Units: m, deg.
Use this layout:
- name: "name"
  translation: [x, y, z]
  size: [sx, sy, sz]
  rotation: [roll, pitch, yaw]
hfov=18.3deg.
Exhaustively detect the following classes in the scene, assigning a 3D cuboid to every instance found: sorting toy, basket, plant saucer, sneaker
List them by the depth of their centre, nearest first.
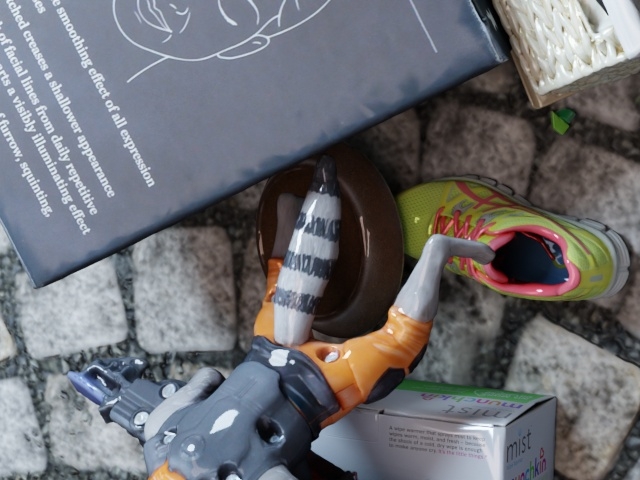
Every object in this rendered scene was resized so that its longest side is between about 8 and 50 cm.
- name: "basket"
  translation: [0.212, -0.175, 1.468]
  size: [0.103, 0.167, 0.113]
  rotation: [-27, 84, 34]
- name: "sorting toy"
  translation: [0.189, -0.127, 1.568]
  size: [0.062, 0.012, 0.083]
  rotation: [-23, 87, 27]
- name: "sneaker"
  translation: [0.134, 0.000, 1.570]
  size: [0.208, 0.094, 0.081]
  rotation: [12, 105, 26]
- name: "plant saucer"
  translation: [0.000, 0.000, 1.645]
  size: [0.168, 0.029, 0.168]
  rotation: [11, 106, 44]

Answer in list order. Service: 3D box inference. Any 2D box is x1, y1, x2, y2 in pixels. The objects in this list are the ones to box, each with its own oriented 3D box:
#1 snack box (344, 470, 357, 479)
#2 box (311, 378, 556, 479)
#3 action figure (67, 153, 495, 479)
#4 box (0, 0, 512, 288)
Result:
- name: "snack box"
  translation: [-0.038, 0.231, 1.583]
  size: [0.141, 0.037, 0.100]
  rotation: [1, 97, 28]
- name: "box"
  translation: [0.048, 0.233, 1.630]
  size: [0.262, 0.127, 0.231]
  rotation: [4, 99, 27]
- name: "action figure"
  translation: [-0.069, 0.102, 1.508]
  size: [0.341, 0.178, 0.330]
  rotation: [20, 71, 32]
- name: "box"
  translation: [-0.091, -0.189, 1.514]
  size: [0.395, 0.212, 0.293]
  rotation: [-25, 96, 13]
